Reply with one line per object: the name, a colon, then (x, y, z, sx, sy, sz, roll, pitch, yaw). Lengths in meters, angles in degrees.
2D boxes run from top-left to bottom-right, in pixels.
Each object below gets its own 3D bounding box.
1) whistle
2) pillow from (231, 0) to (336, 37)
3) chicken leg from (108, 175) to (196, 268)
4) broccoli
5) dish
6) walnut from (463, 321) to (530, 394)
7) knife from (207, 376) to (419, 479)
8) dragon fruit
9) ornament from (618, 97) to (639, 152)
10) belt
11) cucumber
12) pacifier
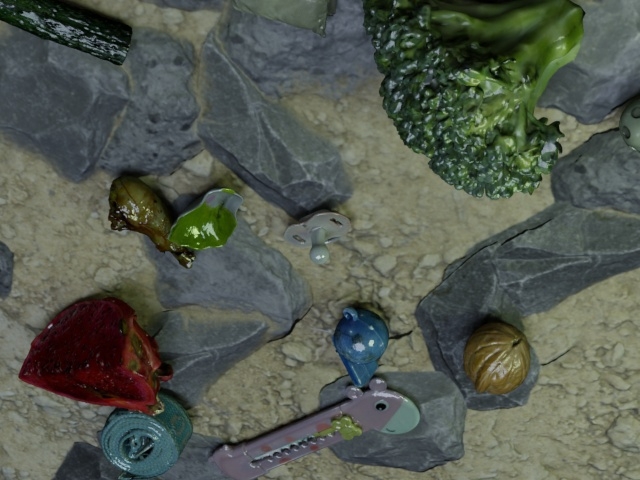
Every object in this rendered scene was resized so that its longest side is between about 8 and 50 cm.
whistle: (0.068, 0.158, 1.665, 0.090, 0.090, 0.158, -13, 125, 20)
pillow: (-0.038, -0.335, 1.290, 0.134, 0.078, 0.181, 11, 133, 6)
chicken leg: (-0.246, -0.020, 1.599, 0.093, 0.070, 0.178, -20, 133, 29)
broccoli: (0.186, -0.202, 1.309, 0.245, 0.248, 0.288, -27, 115, -13)
dish: (-0.159, -0.042, 1.567, 0.091, 0.039, 0.137, 10, 137, -29)
walnut: (0.260, 0.176, 1.637, 0.105, 0.105, 0.124, 17, 145, -3)
knife: (-0.018, 0.332, 1.852, 0.398, 0.038, 0.132, -26, 117, 28)
dragon fruit: (-0.321, 0.191, 1.750, 0.262, 0.134, 0.211, -8, 140, 36)
ornament: (0.444, -0.156, 1.349, 0.156, 0.081, 0.075, -22, 88, 22)
belt: (-0.295, 0.326, 1.870, 0.163, 0.082, 0.148, -13, 115, 29)
cucumber: (-0.330, -0.276, 1.405, 0.187, 0.058, 0.058, 20, 129, -6)
pacifier: (0.000, 0.000, 1.556, 0.099, 0.078, 0.081, -25, 141, 27)
